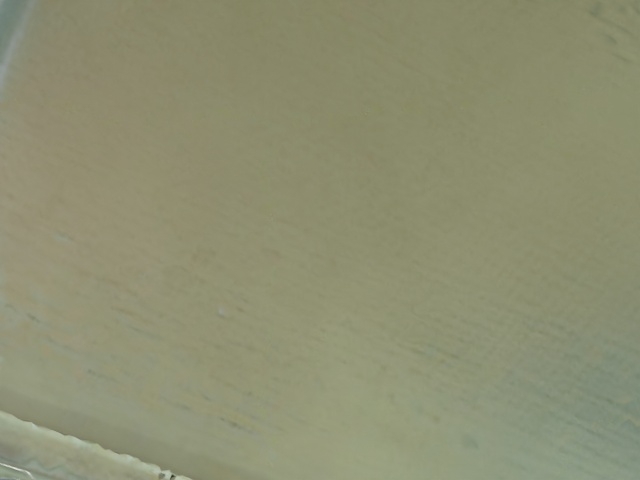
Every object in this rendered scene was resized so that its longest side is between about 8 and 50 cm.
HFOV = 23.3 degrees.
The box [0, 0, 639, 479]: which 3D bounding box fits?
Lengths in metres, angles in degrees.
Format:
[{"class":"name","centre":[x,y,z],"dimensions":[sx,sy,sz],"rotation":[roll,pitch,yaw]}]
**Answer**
[{"class":"box","centre":[0.000,0.000,0.610],"dimensions":[0.352,0.344,0.177],"rotation":[22,155,-13]}]
